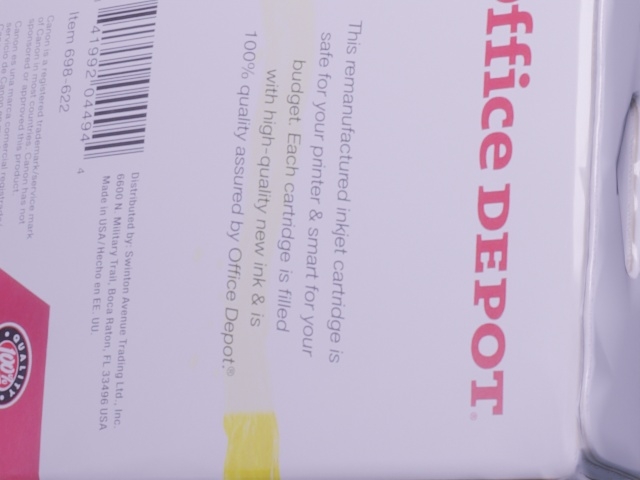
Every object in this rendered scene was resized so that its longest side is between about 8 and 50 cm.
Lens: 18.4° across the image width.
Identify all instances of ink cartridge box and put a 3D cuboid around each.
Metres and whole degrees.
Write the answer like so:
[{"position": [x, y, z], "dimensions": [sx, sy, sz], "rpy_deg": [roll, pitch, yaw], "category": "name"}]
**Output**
[{"position": [0.000, 0.000, 1.010], "dimensions": [0.384, 0.160, 0.279], "rpy_deg": [-4, 74, 33], "category": "ink cartridge box"}]
